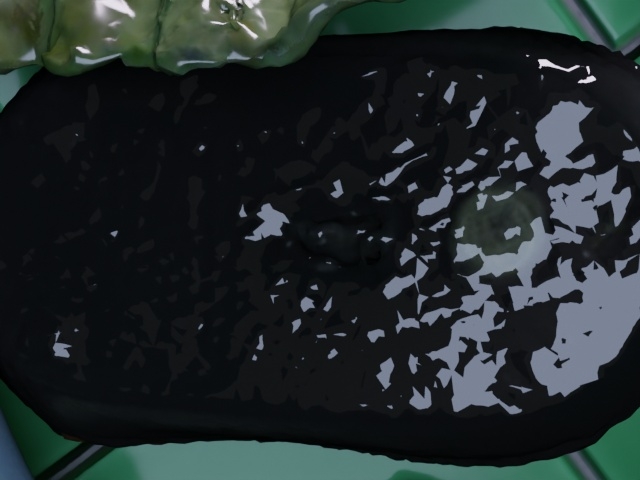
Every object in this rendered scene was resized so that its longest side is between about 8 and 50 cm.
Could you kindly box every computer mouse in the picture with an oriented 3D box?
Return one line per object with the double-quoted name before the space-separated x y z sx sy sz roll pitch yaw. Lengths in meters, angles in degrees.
"computer mouse" 0.002 0.001 0.520 0.323 0.116 0.183 2 82 13

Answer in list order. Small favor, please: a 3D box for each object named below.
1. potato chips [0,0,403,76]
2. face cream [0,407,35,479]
"potato chips" -0.063 -0.233 0.498 0.373 0.097 0.389 -26 75 -1
"face cream" -0.214 -0.017 0.484 0.135 0.086 0.385 -18 93 2
